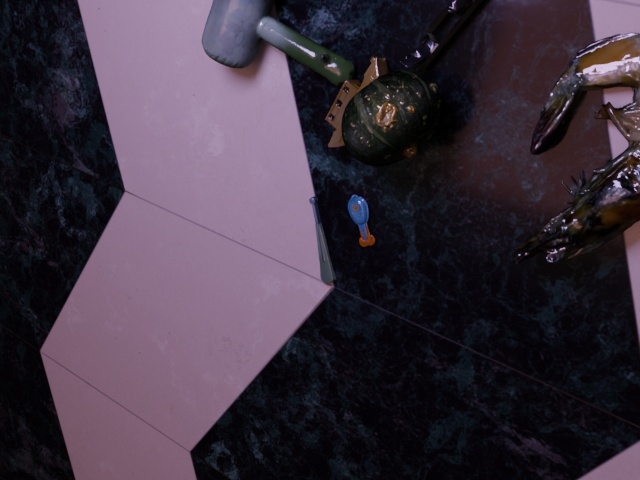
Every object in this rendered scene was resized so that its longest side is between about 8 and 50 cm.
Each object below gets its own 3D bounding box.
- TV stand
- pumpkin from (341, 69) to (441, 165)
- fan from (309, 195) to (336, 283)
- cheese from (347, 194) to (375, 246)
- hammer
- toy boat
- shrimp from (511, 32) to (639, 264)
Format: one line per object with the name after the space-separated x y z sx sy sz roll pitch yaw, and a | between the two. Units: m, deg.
0.235 -0.398 1.141 0.042 0.036 0.249 50 124 13 | TV stand
0.128 -0.215 1.174 0.146 0.190 0.190 44 123 23 | pumpkin
0.000 0.000 1.418 0.038 0.016 0.193 -5 101 36 | fan
0.084 -0.041 1.351 0.047 0.017 0.111 -11 97 38 | cheese
-0.078 -0.401 1.311 0.335 0.119 0.207 33 121 15 | hammer
0.070 -0.268 1.275 0.077 0.057 0.201 46 124 21 | toy boat
0.442 -0.136 1.053 0.272 0.085 0.445 48 121 20 | shrimp
